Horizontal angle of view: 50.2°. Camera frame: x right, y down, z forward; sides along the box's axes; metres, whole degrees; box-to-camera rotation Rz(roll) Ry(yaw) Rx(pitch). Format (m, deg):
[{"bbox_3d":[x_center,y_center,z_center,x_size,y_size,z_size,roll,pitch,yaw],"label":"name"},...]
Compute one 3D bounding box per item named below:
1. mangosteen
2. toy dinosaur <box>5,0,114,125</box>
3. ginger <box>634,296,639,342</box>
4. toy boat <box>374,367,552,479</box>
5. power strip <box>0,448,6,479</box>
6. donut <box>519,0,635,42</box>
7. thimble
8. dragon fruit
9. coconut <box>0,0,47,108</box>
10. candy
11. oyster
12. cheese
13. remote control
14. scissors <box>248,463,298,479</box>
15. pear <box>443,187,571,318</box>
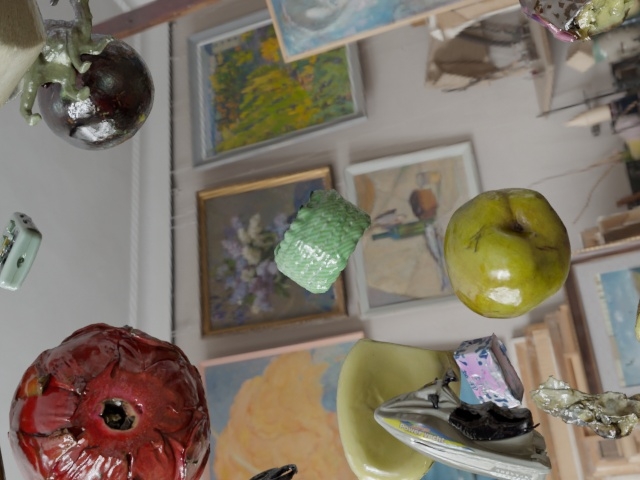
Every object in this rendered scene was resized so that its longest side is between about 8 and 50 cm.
[{"bbox_3d":[-0.527,-0.351,1.572,0.288,0.288,0.287,-12,-90,-74],"label":"mangosteen"},{"bbox_3d":[-0.478,-0.334,1.243,0.162,0.294,0.077,47,-176,17],"label":"toy dinosaur"},{"bbox_3d":[0.508,0.117,0.961,0.294,0.086,0.131,32,-100,-49],"label":"ginger"},{"bbox_3d":[0.227,0.287,1.071,0.141,0.270,0.140,25,-90,-83],"label":"toy boat"},{"bbox_3d":[-0.363,0.202,0.694,0.044,0.064,0.305,108,143,-56],"label":"power strip"},{"bbox_3d":[0.275,-0.367,0.647,0.259,0.136,0.345,49,158,3],"label":"donut"},{"bbox_3d":[0.000,0.000,1.489,0.150,0.219,0.219,33,-159,0],"label":"thimble"},{"bbox_3d":[-0.238,0.213,0.793,0.252,0.241,0.240,14,121,66],"label":"dragon fruit"},{"bbox_3d":[-0.475,-0.285,0.869,0.237,0.266,0.237,33,-157,-16],"label":"coconut"},{"bbox_3d":[0.361,0.283,1.448,0.160,0.092,0.073,59,-146,-13],"label":"candy"},{"bbox_3d":[0.577,0.371,1.491,0.161,0.233,0.107,43,-127,-56],"label":"oyster"},{"bbox_3d":[0.152,0.365,1.445,0.128,0.260,0.315,49,-129,-61],"label":"cheese"},{"bbox_3d":[-0.668,0.014,1.497,0.056,0.296,0.140,26,-93,-30],"label":"remote control"},{"bbox_3d":[-0.137,0.503,1.344,0.300,0.109,0.022,-10,-98,-68],"label":"scissors"},{"bbox_3d":[0.275,0.021,1.026,0.200,0.200,0.199,-12,-90,-74],"label":"pear"}]
